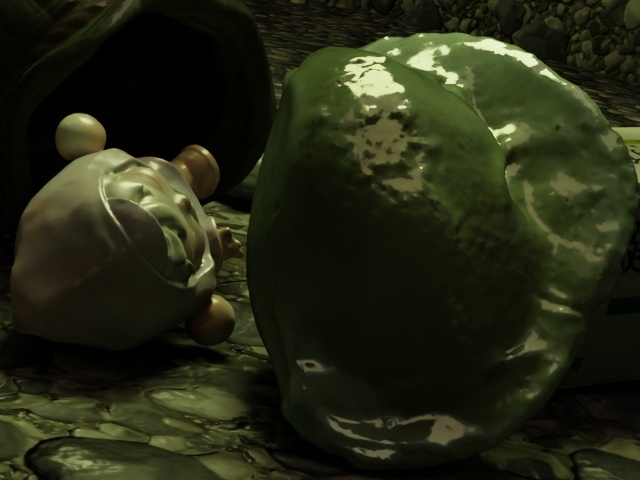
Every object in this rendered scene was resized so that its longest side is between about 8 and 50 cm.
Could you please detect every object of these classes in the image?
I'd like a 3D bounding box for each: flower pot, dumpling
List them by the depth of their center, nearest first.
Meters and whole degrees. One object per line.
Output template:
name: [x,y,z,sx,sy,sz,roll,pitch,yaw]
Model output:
dumpling: [0.050,-0.009,1.074,0.270,0.321,0.211,-6,-8,40]
flower pot: [-0.194,-0.122,1.361,0.301,0.302,0.213,-2,32,-41]

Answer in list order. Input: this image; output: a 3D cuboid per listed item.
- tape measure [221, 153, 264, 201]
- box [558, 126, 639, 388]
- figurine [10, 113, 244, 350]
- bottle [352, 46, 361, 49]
tape measure: [-0.013,-0.064,1.649,0.330,0.084,0.164,19,20,41]
box: [0.243,0.007,1.280,0.332,0.173,0.145,-3,21,-30]
figurine: [-0.143,0.002,1.175,0.133,0.200,0.276,-33,4,13]
bottle: [0.098,-0.136,1.867,0.168,0.168,0.347,3,12,-26]
